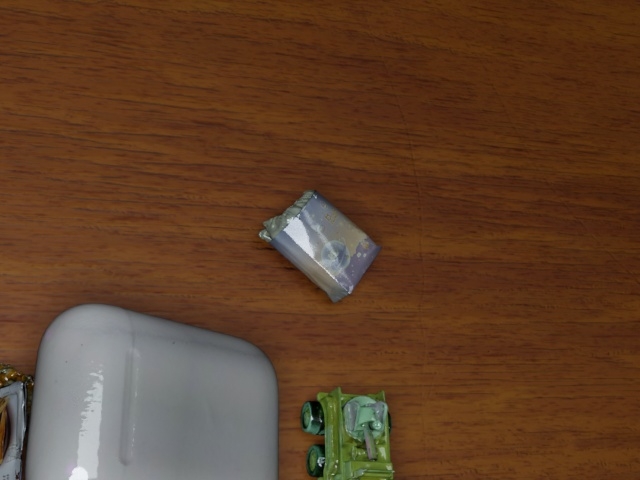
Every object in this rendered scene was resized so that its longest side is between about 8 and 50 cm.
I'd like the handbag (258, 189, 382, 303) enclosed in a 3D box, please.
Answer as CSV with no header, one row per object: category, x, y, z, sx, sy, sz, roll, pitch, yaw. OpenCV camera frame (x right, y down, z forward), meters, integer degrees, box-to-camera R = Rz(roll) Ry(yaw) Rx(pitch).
handbag,0.000,0.000,1.611,0.173,0.095,0.117,40,54,-6

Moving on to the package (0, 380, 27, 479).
package,-0.420,0.270,1.274,0.027,0.173,0.171,27,52,-53

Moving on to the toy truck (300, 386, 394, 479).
toy truck,0.053,0.334,1.459,0.128,0.135,0.260,8,68,-20

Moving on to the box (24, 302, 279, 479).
box,-0.206,0.242,1.348,0.348,0.141,0.289,18,61,-36

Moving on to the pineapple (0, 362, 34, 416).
pineapple,-0.413,0.225,1.356,0.114,0.077,0.114,27,65,30
